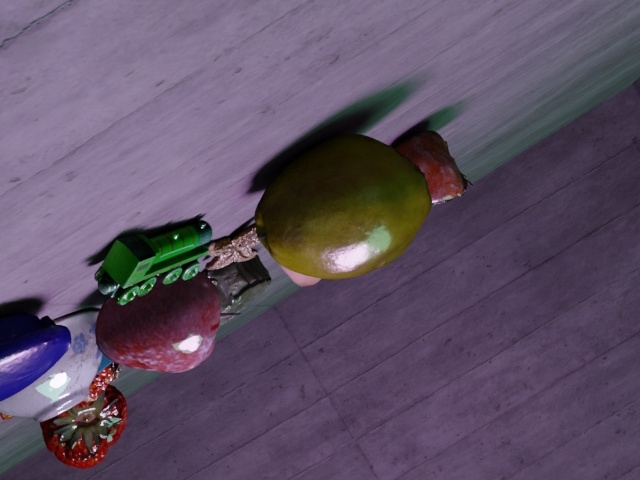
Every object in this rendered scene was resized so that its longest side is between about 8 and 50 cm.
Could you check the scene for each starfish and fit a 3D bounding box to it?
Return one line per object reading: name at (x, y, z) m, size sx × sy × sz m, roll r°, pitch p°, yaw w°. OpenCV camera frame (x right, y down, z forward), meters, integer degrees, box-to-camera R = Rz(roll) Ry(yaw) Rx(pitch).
starfish at (-0.181, 0.008, 1.735) m, size 0.227 × 0.043 × 0.240 m, roll -36°, pitch 169°, yaw 18°

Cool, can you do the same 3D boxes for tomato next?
tomato at (0.238, -0.170, 1.808) m, size 0.180 × 0.155 × 0.214 m, roll -16°, pitch -165°, yaw 6°

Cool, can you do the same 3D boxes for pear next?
pear at (0.039, -0.058, 1.426) m, size 0.321 × 0.269 × 0.269 m, roll -18°, pitch 172°, yaw -5°

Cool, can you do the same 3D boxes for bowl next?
bowl at (-0.551, 0.277, 1.609) m, size 0.313 × 0.146 × 0.313 m, roll -32°, pitch 172°, yaw -5°

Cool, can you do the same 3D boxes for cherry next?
cherry at (-0.300, 0.155, 1.575) m, size 0.285 × 0.213 × 0.236 m, roll -7°, pitch 139°, yaw -14°

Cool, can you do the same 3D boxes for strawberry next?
strawberry at (-0.685, 0.511, 2.285) m, size 0.250 × 0.238 × 0.288 m, roll -50°, pitch -171°, yaw -18°
strawberry at (-0.599, 0.327, 1.981) m, size 0.236 × 0.107 × 0.175 m, roll -33°, pitch -150°, yaw 20°

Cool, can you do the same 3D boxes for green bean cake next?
green bean cake at (-0.247, 0.131, 2.013) m, size 0.227 × 0.125 × 0.222 m, roll -39°, pitch 171°, yaw 20°

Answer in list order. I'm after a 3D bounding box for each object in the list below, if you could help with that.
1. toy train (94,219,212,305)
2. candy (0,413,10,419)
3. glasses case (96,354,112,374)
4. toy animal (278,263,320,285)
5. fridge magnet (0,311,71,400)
toy train at (-0.275, 0.027, 1.353) m, size 0.119 × 0.085 × 0.251 m, roll -53°, pitch 167°, yaw 29°
candy at (-0.775, 0.422, 2.084) m, size 0.122 × 0.038 × 0.062 m, roll -32°, pitch 173°, yaw 9°
glasses case at (-0.406, 0.183, 1.789) m, size 0.301 × 0.070 × 0.117 m, roll -40°, pitch -176°, yaw 2°
toy animal at (0.003, -0.003, 1.857) m, size 0.256 × 0.195 × 0.213 m, roll -36°, pitch 180°, yaw 12°
fridge magnet at (-0.537, 0.206, 1.302) m, size 0.265 × 0.113 × 0.265 m, roll -32°, pitch 172°, yaw -5°
